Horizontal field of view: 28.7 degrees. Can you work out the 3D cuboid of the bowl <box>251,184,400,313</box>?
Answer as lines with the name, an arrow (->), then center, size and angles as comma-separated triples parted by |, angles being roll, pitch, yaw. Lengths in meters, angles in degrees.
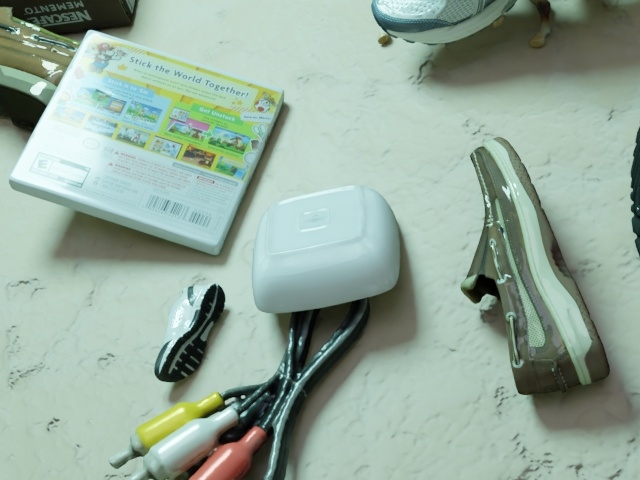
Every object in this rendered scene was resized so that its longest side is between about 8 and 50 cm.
bowl -> 0.000, 0.000, 1.174 | 0.142, 0.053, 0.142 | -12, 33, 10

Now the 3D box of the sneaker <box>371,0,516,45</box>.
sneaker -> 0.172, -0.294, 1.235 | 0.283, 0.122, 0.110 | -22, 62, 15

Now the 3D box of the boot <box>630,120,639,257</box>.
boot -> 0.429, -0.119, 1.108 | 0.260, 0.131, 0.348 | 13, 78, 3

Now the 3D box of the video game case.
video game case -> -0.176, -0.106, 1.303 | 0.227, 0.026, 0.206 | 18, 61, 6

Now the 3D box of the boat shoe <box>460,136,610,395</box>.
boat shoe -> 0.166, 0.020, 1.113 | 0.095, 0.095, 0.257 | -23, 53, 8

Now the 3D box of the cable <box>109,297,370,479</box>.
cable -> -0.045, 0.137, 1.104 | 0.287, 0.072, 0.139 | -45, 52, -15

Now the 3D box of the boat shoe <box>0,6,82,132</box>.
boat shoe -> -0.377, -0.211, 1.437 | 0.307, 0.110, 0.104 | 26, 63, 19

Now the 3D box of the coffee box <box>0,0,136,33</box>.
coffee box -> -0.302, -0.399, 1.527 | 0.168, 0.119, 0.297 | -4, 55, 13

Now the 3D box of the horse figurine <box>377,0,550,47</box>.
horse figurine -> 0.168, -0.291, 1.345 | 0.263, 0.066, 0.174 | 4, 63, 22

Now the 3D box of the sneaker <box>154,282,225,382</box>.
sneaker -> -0.130, 0.088, 1.193 | 0.044, 0.040, 0.109 | 2, 52, 38
